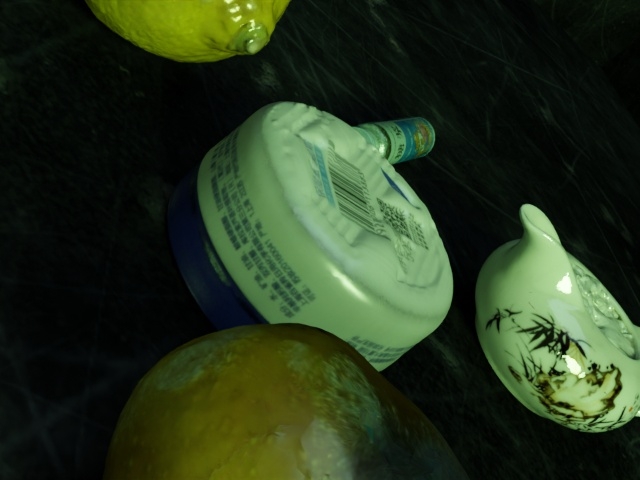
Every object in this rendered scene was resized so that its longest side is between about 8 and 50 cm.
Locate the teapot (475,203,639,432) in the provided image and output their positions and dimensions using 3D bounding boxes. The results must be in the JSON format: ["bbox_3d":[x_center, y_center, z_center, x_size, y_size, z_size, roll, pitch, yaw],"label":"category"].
[{"bbox_3d":[0.267,0.094,0.912,0.300,0.165,0.208,28,21,-20],"label":"teapot"}]

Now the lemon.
[{"bbox_3d":[-0.110,-0.243,0.714,0.188,0.188,0.256,11,41,-53],"label":"lemon"}]

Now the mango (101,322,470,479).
[{"bbox_3d":[0.018,0.182,0.415,0.316,0.146,0.193,59,35,-6],"label":"mango"}]

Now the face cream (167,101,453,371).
[{"bbox_3d":[0.000,0.000,0.659,0.206,0.111,0.206,39,27,-24],"label":"face cream"}]

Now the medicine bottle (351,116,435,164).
[{"bbox_3d":[0.072,-0.106,0.975,0.051,0.051,0.191,54,28,8],"label":"medicine bottle"}]
